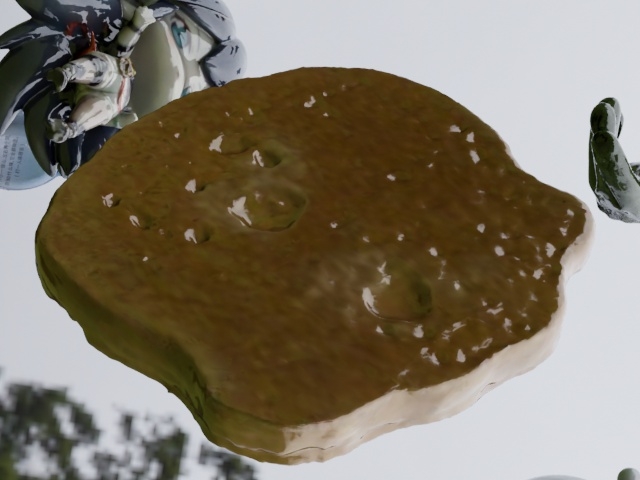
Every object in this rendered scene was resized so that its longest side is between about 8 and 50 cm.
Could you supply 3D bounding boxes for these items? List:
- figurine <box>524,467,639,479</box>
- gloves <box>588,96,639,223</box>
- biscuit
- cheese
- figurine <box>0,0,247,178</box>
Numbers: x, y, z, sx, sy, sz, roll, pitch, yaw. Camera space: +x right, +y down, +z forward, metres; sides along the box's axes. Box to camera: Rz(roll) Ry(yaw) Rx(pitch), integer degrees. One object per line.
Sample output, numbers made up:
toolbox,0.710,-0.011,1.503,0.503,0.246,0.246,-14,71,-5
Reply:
figurine,0.176,0.346,1.614,0.281,0.370,0.167,-168,-117,-74
gloves,0.361,-0.067,1.775,0.135,0.268,0.107,11,-106,37
biscuit,0.000,0.002,1.146,0.365,0.385,0.062,37,-43,33
cheese,-0.373,-0.116,2.090,0.052,0.245,0.135,-101,-157,-50
figurine,-0.182,-0.148,1.354,0.197,0.265,0.175,40,-64,31
